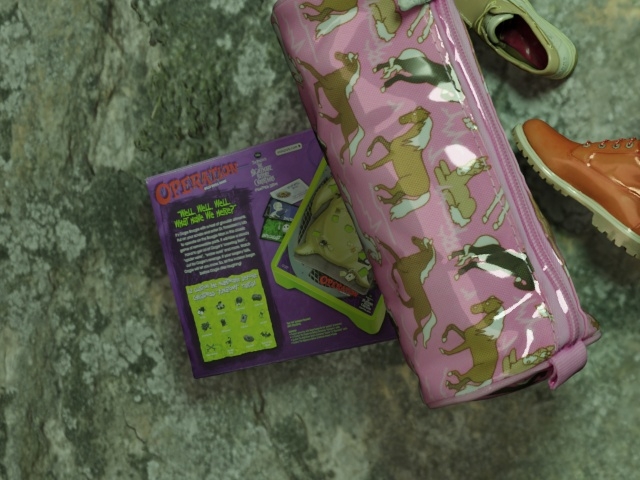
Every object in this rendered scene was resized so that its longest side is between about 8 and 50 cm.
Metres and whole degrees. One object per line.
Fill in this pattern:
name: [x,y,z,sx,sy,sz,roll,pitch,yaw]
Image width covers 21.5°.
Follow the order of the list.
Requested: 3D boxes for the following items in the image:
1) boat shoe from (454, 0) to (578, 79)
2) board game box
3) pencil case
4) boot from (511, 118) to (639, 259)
boat shoe: [0.157,-0.184,1.432,0.135,0.045,0.050,37,116,24]
board game box: [0.000,0.000,1.569,0.347,0.056,0.208,-14,94,35]
pencil case: [0.094,-0.051,1.382,0.160,0.167,0.386,-21,85,-2]
boot: [0.234,-0.064,1.399,0.158,0.059,0.084,41,108,19]
